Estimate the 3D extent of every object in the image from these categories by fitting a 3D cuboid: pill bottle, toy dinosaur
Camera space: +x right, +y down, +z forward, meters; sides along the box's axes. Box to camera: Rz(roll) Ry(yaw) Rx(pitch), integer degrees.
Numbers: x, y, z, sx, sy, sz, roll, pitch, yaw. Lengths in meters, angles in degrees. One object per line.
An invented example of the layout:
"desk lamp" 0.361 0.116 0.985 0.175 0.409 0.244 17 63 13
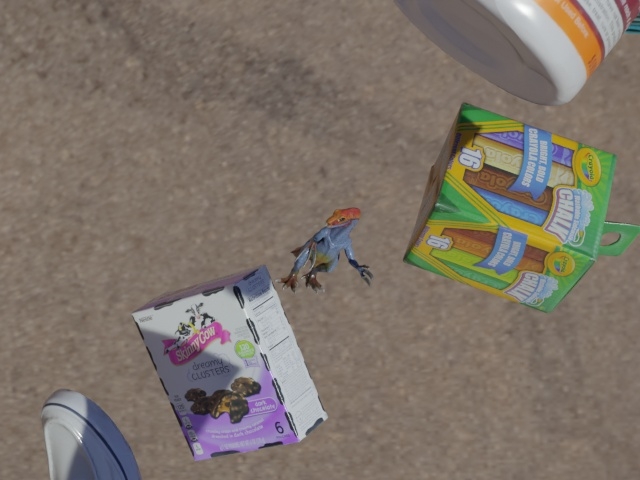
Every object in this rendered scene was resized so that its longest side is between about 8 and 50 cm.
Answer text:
"pill bottle" 0.245 -0.335 1.118 0.224 0.224 0.392 40 86 -22
"toy dinosaur" 0.000 0.000 0.852 0.047 0.082 0.090 11 33 -30

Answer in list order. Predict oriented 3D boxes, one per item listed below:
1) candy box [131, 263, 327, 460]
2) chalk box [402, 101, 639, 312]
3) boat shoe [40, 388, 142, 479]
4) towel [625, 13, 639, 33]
"candy box" -0.106 0.143 1.466 0.070 0.164 0.196 -33 103 -54
"chalk box" 0.287 -0.030 1.730 0.289 0.180 0.179 20 60 0
"boat shoe" -0.248 0.290 1.363 0.088 0.096 0.268 -44 129 -50
"towel" 0.441 -0.235 1.376 0.370 0.271 0.040 -47 148 -72
